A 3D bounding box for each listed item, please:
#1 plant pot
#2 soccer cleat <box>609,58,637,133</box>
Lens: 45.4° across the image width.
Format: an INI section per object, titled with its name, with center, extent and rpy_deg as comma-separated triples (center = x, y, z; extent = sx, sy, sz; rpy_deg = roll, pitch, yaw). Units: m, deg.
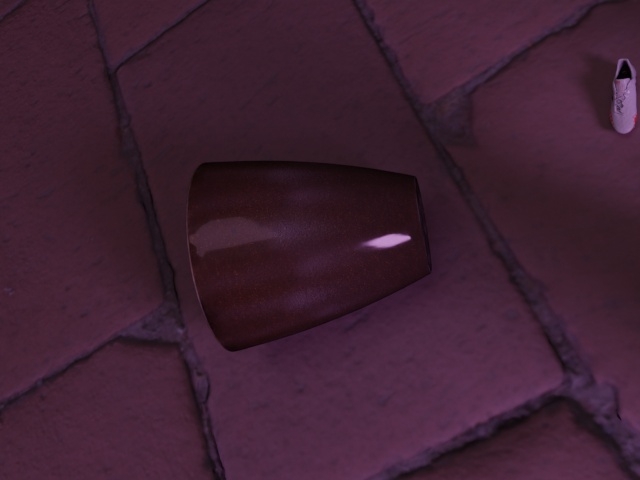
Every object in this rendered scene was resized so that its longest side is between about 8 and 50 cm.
[plant pot]
center = 0.000, 0.000, 0.843
extent = 0.231, 0.215, 0.215
rpy_deg = -9, 63, 10
[soccer cleat]
center = 0.320, -0.153, 0.809
extent = 0.029, 0.036, 0.083
rpy_deg = 1, 69, 31
